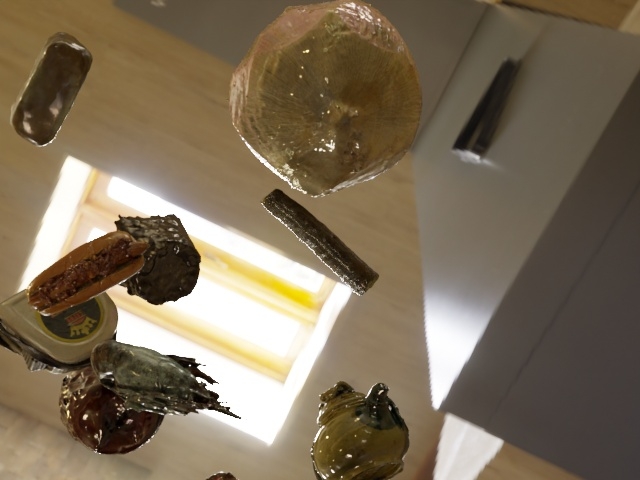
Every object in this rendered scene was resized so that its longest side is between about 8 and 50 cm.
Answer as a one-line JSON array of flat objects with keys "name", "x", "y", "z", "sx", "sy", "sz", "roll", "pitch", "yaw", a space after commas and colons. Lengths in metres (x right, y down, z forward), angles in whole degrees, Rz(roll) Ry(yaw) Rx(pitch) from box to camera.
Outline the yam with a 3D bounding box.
[{"name": "yam", "x": 0.000, "y": 0.000, "z": 1.595, "sx": 0.061, "sy": 0.274, "sz": 0.061, "roll": -47, "pitch": 6, "yaw": 7}]

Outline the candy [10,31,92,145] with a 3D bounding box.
[{"name": "candy", "x": -0.564, "y": -0.316, "z": 1.725, "sx": 0.234, "sy": 0.102, "sz": 0.104, "roll": -55, "pitch": 29, "yaw": 16}]

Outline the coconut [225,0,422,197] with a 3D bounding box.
[{"name": "coconut", "x": 0.017, "y": -0.279, "z": 1.646, "sx": 0.404, "sy": 0.404, "sz": 0.404, "roll": -155, "pitch": 90, "yaw": -86}]

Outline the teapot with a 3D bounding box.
[{"name": "teapot", "x": 0.054, "y": 0.348, "z": 1.479, "sx": 0.269, "sy": 0.173, "sz": 0.182, "roll": -53, "pitch": 49, "yaw": 40}]

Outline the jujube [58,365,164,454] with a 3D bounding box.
[{"name": "jujube", "x": -0.546, "y": 0.426, "z": 2.155, "sx": 0.377, "sy": 0.258, "sz": 0.258, "roll": -8, "pitch": 54, "yaw": 61}]

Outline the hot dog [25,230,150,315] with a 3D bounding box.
[{"name": "hot dog", "x": -0.441, "y": 0.056, "z": 1.570, "sx": 0.249, "sy": 0.102, "sz": 0.076, "roll": -28, "pitch": -9, "yaw": -14}]

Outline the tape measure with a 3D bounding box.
[{"name": "tape measure", "x": -0.608, "y": 0.209, "z": 1.892, "sx": 0.271, "sy": 0.231, "sz": 0.133, "roll": -33, "pitch": -9, "yaw": -41}]

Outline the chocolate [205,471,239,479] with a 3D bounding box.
[{"name": "chocolate", "x": -0.232, "y": 0.592, "z": 1.860, "sx": 0.133, "sy": 0.127, "sz": 0.124, "roll": -24, "pitch": -33, "yaw": -58}]

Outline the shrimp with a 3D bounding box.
[{"name": "shrimp", "x": -0.194, "y": 0.185, "z": 1.037, "sx": 0.090, "sy": 0.233, "sz": 0.079, "roll": -52, "pitch": -27, "yaw": -44}]

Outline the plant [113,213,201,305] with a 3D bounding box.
[{"name": "plant", "x": -0.408, "y": 0.026, "z": 1.973, "sx": 0.276, "sy": 0.199, "sz": 0.188, "roll": 32, "pitch": 124, "yaw": 51}]
